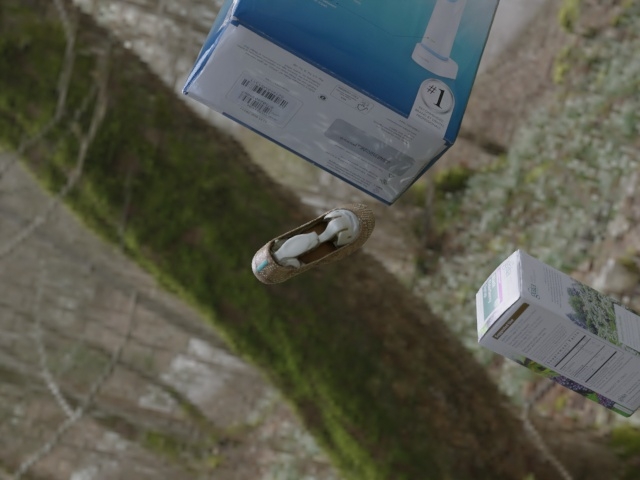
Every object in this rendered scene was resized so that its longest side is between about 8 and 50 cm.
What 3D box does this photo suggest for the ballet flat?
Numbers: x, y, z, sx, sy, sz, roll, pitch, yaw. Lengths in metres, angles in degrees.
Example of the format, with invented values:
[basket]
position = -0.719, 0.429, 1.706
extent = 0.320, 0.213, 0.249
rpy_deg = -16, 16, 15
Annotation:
[ballet flat]
position = 0.000, 0.000, 2.050
extent = 0.073, 0.206, 0.067
rpy_deg = 56, 156, 8

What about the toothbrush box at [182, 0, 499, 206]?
[toothbrush box]
position = 0.037, -0.216, 1.302
extent = 0.126, 0.216, 0.295
rpy_deg = -45, 22, 54

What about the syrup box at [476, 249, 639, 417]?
[syrup box]
position = 0.315, 0.117, 1.824
extent = 0.096, 0.237, 0.093
rpy_deg = -53, 19, 34
